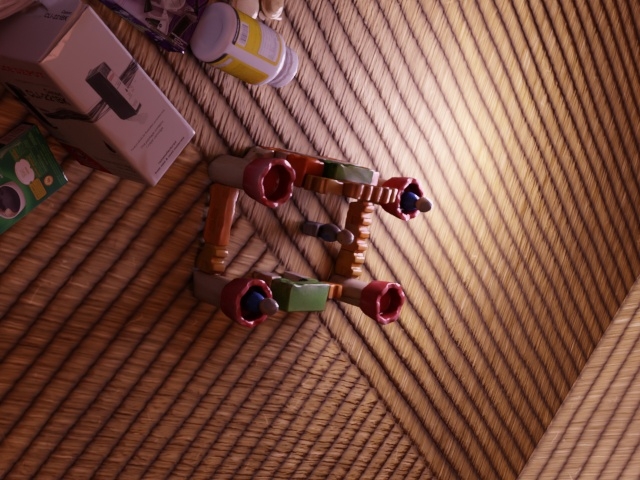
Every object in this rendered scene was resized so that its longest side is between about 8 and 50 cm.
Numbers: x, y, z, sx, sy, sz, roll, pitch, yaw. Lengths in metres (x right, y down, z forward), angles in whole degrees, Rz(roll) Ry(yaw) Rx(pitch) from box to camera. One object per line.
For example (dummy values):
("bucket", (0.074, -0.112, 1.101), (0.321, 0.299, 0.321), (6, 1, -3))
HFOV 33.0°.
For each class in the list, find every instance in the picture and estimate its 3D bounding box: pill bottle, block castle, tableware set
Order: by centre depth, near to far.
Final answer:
("pill bottle", (-0.125, -0.324, 1.833), (0.184, 0.103, 0.103), (20, 88, -48))
("tableware set", (-0.105, -0.451, 1.876), (0.141, 0.020, 0.168), (-10, 108, -47))
("block castle", (0.000, 0.000, 1.992), (0.453, 0.213, 0.303), (4, 99, -47))

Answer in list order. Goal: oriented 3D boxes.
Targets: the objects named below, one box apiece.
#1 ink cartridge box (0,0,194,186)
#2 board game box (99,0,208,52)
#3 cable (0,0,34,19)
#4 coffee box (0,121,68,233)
("ink cartridge box", (-0.343, -0.217, 1.563), (0.114, 0.197, 0.273), (-55, 135, -19))
("board game box", (-0.293, -0.462, 1.653), (0.347, 0.056, 0.208), (32, 74, -47))
("cable", (-0.442, -0.386, 1.390), (0.257, 0.089, 0.257), (-41, 158, 27))
("coffee box", (-0.471, -0.080, 1.588), (0.184, 0.040, 0.113), (-45, 131, -29))
